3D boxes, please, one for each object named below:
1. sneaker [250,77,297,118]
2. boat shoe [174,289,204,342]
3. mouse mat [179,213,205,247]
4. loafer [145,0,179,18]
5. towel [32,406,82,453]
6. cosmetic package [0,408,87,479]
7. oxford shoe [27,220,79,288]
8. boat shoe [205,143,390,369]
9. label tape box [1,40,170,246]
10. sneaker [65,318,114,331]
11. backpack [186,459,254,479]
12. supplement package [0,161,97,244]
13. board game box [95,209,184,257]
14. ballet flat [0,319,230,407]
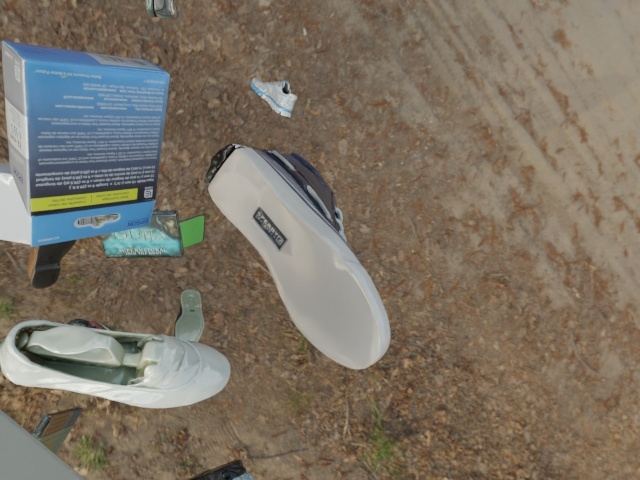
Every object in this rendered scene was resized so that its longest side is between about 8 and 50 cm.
[{"bbox_3d":[-0.130,-0.438,1.255,0.071,0.190,0.082,1,128,-56],"label":"sneaker"},{"bbox_3d":[-0.411,0.259,1.335,0.084,0.233,0.079,11,124,-20],"label":"boat shoe"},{"bbox_3d":[-0.469,-0.013,1.406,0.190,0.152,0.007,-21,62,-31],"label":"mouse mat"},{"bbox_3d":[-0.407,-0.732,1.137,0.084,0.096,0.267,9,112,-7],"label":"loafer"},{"bbox_3d":[-0.860,0.678,1.256,0.040,0.271,0.369,27,70,-3],"label":"towel"},{"bbox_3d":[-0.180,0.231,0.243,0.129,0.297,0.153,-35,142,-55],"label":"cosmetic package"},{"bbox_3d":[-0.611,0.008,0.961,0.212,0.076,0.076,-53,154,19],"label":"oxford shoe"},{"bbox_3d":[0.000,0.000,0.592,0.340,0.127,0.158,54,33,12],"label":"boat shoe"},{"bbox_3d":[-0.450,-0.179,0.836,0.249,0.115,0.347,-16,135,-47],"label":"label tape box"},{"bbox_3d":[-0.554,0.305,1.138,0.276,0.135,0.097,45,75,-12],"label":"sneaker"},{"bbox_3d":[-0.175,0.525,0.810,0.115,0.152,0.181,9,54,-59],"label":"backpack"},{"bbox_3d":[-0.807,-0.126,1.265,0.200,0.262,0.197,9,110,6],"label":"supplement package"},{"bbox_3d":[-0.438,-0.015,1.048,0.187,0.026,0.126,-1,123,-6],"label":"board game box"},{"bbox_3d":[-0.354,0.218,0.776,0.401,0.139,0.139,13,82,-19],"label":"ballet flat"}]
